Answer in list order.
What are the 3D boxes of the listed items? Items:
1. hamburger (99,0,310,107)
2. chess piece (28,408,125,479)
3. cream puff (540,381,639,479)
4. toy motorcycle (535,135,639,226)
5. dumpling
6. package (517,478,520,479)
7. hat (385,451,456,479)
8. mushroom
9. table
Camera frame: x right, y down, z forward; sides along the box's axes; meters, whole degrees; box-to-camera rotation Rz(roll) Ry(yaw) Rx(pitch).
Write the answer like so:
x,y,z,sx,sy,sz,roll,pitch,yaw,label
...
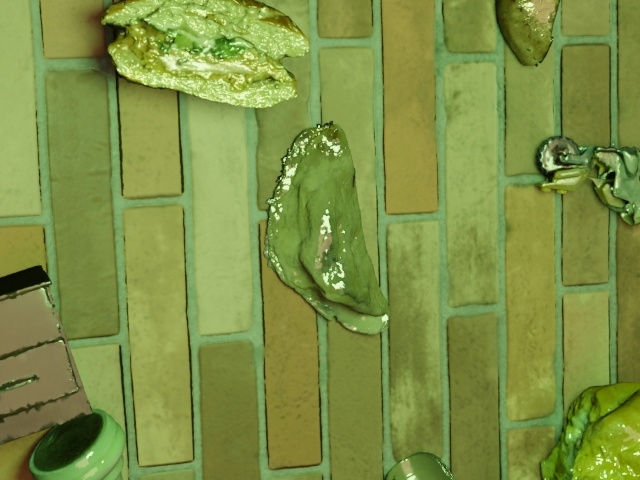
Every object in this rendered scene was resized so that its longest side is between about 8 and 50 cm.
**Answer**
x,y,z,sx,sy,sz,roll,pitch,yaw,label
-0.163,-0.281,1.692,0.283,0.156,0.143,10,113,-13,hamburger
-0.291,0.382,1.761,0.139,0.139,0.271,-35,115,-10,chess piece
0.494,0.371,1.873,0.274,0.323,0.269,34,109,-4,cream puff
0.447,-0.092,1.933,0.229,0.094,0.129,6,97,-13,toy motorcycle
0.004,-0.001,1.816,0.166,0.086,0.332,-19,98,-17,dumpling
0.279,0.438,1.971,0.131,0.047,0.071,-13,103,-17,package
0.175,0.421,1.935,0.147,0.085,0.175,-21,80,-2,hat
0.319,-0.376,1.869,0.094,0.072,0.209,13,93,-9,mushroom
-0.422,0.158,1.656,0.169,0.172,0.193,-18,101,-14,table
